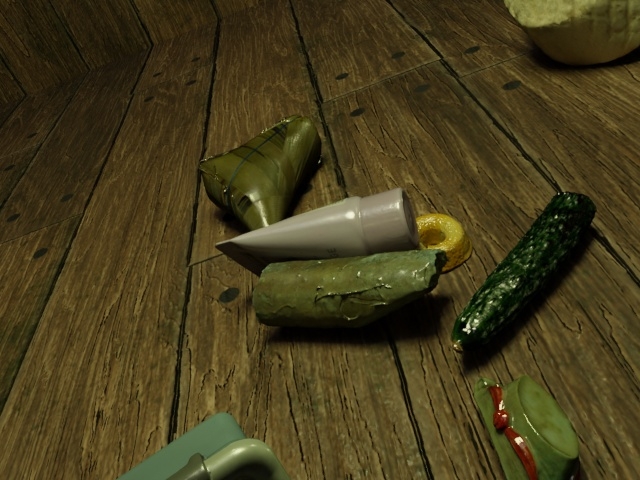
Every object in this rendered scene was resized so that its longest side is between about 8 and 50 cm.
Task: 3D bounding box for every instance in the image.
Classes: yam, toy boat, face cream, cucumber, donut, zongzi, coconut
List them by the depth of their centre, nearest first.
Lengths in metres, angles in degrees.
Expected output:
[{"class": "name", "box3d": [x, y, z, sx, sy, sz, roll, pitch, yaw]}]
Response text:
[{"class": "toy boat", "box3d": [0.198, 0.190, 0.580, 0.089, 0.071, 0.185, 17, 30, -17]}, {"class": "cucumber", "box3d": [0.252, 0.044, 0.755, 0.067, 0.068, 0.293, 18, 53, 45]}, {"class": "yam", "box3d": [0.041, 0.067, 0.808, 0.259, 0.106, 0.106, -4, 38, 27]}, {"class": "face cream", "box3d": [0.000, 0.000, 0.879, 0.273, 0.154, 0.096, -15, 66, 19]}, {"class": "donut", "box3d": [0.169, -0.001, 0.886, 0.097, 0.043, 0.108, -34, 40, -15]}, {"class": "zongzi", "box3d": [-0.055, -0.107, 1.107, 0.260, 0.123, 0.289, -34, 45, -20]}, {"class": "coconut", "box3d": [0.516, -0.484, 1.155, 0.328, 0.329, 0.329, -16, 34, 11]}]

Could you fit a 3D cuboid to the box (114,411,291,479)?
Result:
[{"class": "box", "box3d": [-0.078, 0.269, 0.505, 0.162, 0.227, 0.130, -32, 20, -12]}]
